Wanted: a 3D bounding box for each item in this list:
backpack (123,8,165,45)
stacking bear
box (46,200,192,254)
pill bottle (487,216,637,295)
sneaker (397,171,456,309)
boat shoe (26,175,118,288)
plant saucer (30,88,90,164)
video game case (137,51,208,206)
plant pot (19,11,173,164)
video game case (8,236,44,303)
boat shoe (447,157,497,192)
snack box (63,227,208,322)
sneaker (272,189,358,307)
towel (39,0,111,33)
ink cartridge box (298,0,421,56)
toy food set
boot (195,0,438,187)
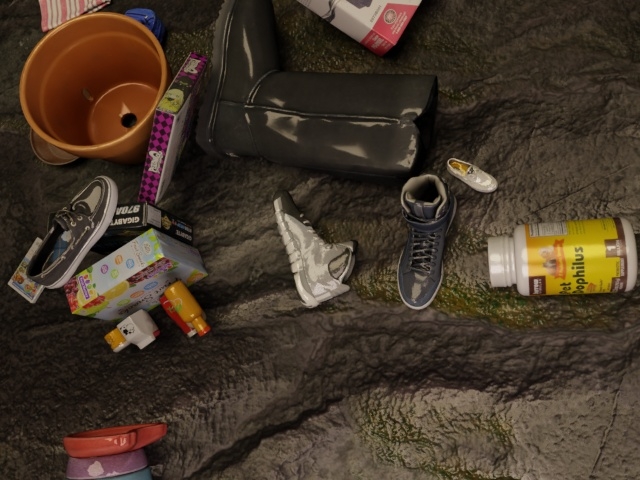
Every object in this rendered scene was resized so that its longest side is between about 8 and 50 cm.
[{"bbox_3d":[-0.405,-0.459,1.428,0.097,0.101,0.120,15,77,15],"label":"backpack"},{"bbox_3d":[-0.367,0.485,1.130,0.164,0.175,0.289,-8,80,14],"label":"stacking bear"},{"bbox_3d":[-0.390,-0.021,1.260,0.220,0.175,0.051,-6,76,16],"label":"box"},{"bbox_3d":[0.381,0.028,1.021,0.214,0.117,0.117,-4,74,18],"label":"pill bottle"},{"bbox_3d":[0.169,-0.003,1.077,0.086,0.163,0.226,10,80,19],"label":"sneaker"},{"bbox_3d":[-0.450,-0.021,1.143,0.080,0.076,0.229,33,88,21],"label":"boat shoe"},{"bbox_3d":[-0.572,-0.261,1.462,0.198,0.036,0.199,-5,75,17],"label":"plant saucer"},{"bbox_3d":[-0.281,-0.209,1.216,0.041,0.232,0.210,20,44,-7],"label":"video game case"},{"bbox_3d":[-0.426,-0.282,1.309,0.290,0.203,0.291,-1,75,4],"label":"plant pot"},{"bbox_3d":[-0.625,0.065,1.403,0.087,0.011,0.122,30,86,22],"label":"video game case"},{"bbox_3d":[0.270,-0.119,1.143,0.100,0.035,0.035,35,88,24],"label":"boat shoe"},{"bbox_3d":[-0.347,0.074,1.219,0.207,0.174,0.070,-29,69,8],"label":"snack box"},{"bbox_3d":[0.000,0.000,1.183,0.132,0.086,0.229,-19,80,8],"label":"sneaker"},{"bbox_3d":[-0.610,-0.606,1.574,0.197,0.029,0.144,-21,71,12],"label":"towel"},{"bbox_3d":[0.074,-0.497,1.219,0.237,0.100,0.172,31,86,-10],"label":"ink cartridge box"},{"bbox_3d":[-0.294,0.164,1.205,0.232,0.111,0.105,-35,90,26],"label":"toy food set"},{"bbox_3d":[0.007,-0.308,1.218,0.444,0.146,0.367,10,89,25],"label":"boot"}]
